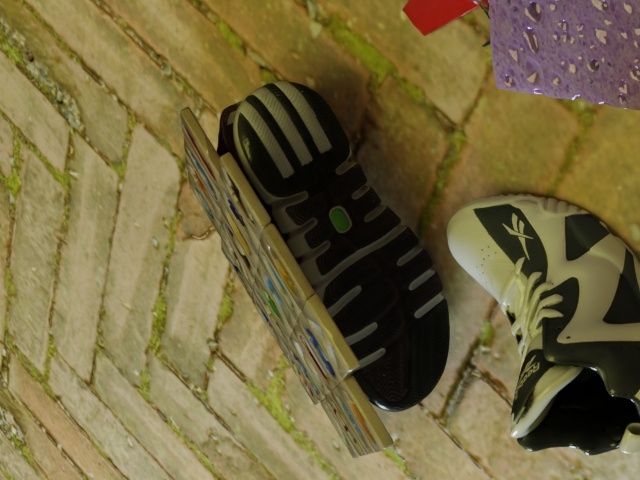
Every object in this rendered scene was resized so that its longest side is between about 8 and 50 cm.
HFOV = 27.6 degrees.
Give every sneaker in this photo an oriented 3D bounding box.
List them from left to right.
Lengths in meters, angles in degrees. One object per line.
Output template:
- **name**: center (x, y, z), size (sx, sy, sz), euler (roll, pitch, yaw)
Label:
- **sneaker**: center (0.000, 0.000, 1.060), size (0.281, 0.106, 0.162), euler (65, 162, -14)
- **sneaker**: center (0.148, 0.060, 0.863), size (0.235, 0.153, 0.094), euler (39, 135, 25)

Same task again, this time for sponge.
- **sponge**: center (0.195, -0.135, 0.776), size (0.210, 0.031, 0.117), euler (15, 124, 37)

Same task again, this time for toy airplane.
- **toy airplane**: center (0.087, -0.200, 0.870), size (0.151, 0.028, 0.151), euler (25, 128, 35)

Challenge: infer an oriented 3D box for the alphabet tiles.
- **alphabet tiles**: center (-0.033, 0.045, 1.039), size (0.285, 0.011, 0.342), euler (59, 171, 7)
